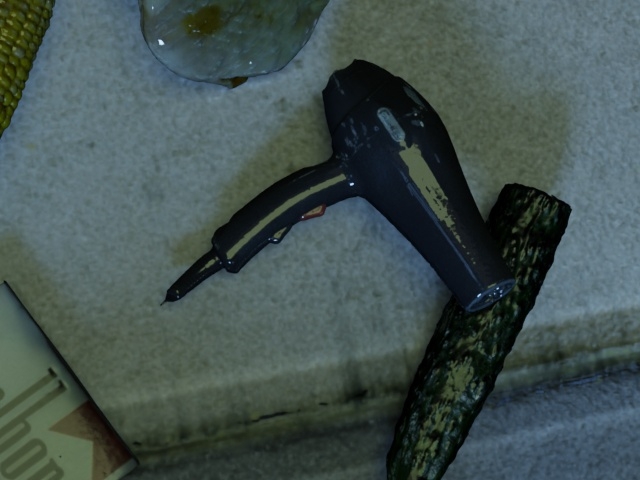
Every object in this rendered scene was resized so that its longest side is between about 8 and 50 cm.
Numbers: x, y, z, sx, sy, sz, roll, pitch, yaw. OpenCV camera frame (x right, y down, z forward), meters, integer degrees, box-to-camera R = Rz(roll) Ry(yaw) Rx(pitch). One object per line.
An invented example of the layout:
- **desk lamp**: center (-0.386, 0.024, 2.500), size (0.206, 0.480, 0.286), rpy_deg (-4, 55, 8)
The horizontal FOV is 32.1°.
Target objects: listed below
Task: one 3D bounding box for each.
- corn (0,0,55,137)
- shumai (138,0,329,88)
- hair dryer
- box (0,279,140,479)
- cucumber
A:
- **corn**: center (-0.285, -0.094, 0.848), size (0.097, 0.097, 0.319), rpy_deg (23, 72, -7)
- **shumai**: center (-0.090, -0.229, 0.912), size (0.201, 0.201, 0.120), rpy_deg (-35, 47, -17)
- **hair dryer**: center (0.000, 0.000, 0.899), size (0.272, 0.091, 0.235), rpy_deg (-30, 71, -2)
- **box**: center (-0.234, 0.132, 0.839), size (0.115, 0.036, 0.177), rpy_deg (-37, 87, -18)
- **cucumber**: center (0.122, 0.087, 0.913), size (0.067, 0.067, 0.293), rpy_deg (29, 75, -5)
